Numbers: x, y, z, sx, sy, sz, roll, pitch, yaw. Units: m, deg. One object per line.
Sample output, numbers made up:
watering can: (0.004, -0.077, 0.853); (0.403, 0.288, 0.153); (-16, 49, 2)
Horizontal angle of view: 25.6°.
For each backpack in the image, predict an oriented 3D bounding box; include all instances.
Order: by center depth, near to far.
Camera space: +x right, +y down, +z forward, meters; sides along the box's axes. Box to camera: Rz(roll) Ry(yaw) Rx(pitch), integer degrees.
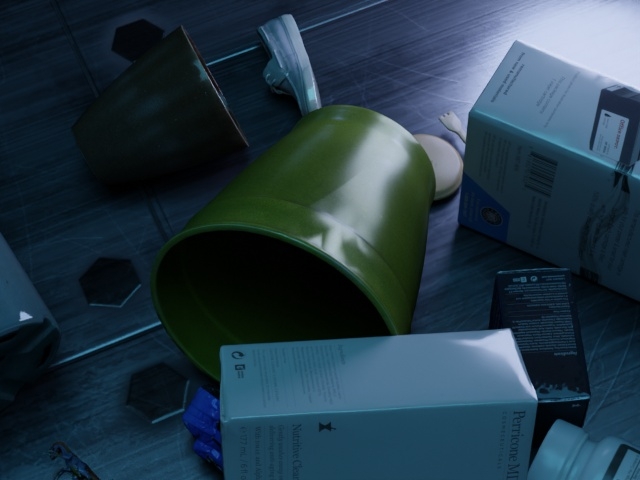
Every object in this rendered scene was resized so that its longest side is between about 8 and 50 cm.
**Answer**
backpack: (-0.134, 0.261, 1.952); (0.120, 0.098, 0.101); (33, 84, 19)

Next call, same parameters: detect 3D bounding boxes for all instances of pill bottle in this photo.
pill bottle: (0.411, 0.356, 1.835); (0.283, 0.161, 0.161); (25, 61, 17)

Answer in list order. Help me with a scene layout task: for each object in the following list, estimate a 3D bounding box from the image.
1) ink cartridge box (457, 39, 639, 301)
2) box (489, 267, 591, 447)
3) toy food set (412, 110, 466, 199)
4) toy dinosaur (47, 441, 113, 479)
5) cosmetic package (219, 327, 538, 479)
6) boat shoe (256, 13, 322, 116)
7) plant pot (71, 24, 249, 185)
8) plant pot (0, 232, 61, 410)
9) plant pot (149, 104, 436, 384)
ink cartridge box: (0.415, -0.081, 2.041); (0.395, 0.285, 0.166); (25, 61, 16)
box: (0.304, 0.165, 1.965); (0.108, 0.153, 0.207); (-3, 57, 0)
toy food set: (0.163, -0.116, 2.224); (0.192, 0.038, 0.132); (-29, 68, -22)
toy dinosaur: (-0.347, 0.316, 1.970); (0.090, 0.047, 0.082); (8, 41, -33)
cosmetic package: (0.067, 0.246, 1.783); (0.385, 0.217, 0.156); (-3, 34, -3)
boat shoe: (-0.055, -0.277, 2.313); (0.081, 0.079, 0.227); (-19, 53, 1)
plant pot: (-0.264, -0.187, 2.196); (0.230, 0.215, 0.215); (-28, 60, 1)
plant pot: (-0.557, 0.076, 1.967); (0.341, 0.341, 0.334); (-35, 71, -19)
plant pot: (0.000, 0.000, 1.992); (0.366, 0.366, 0.353); (17, 48, 13)
